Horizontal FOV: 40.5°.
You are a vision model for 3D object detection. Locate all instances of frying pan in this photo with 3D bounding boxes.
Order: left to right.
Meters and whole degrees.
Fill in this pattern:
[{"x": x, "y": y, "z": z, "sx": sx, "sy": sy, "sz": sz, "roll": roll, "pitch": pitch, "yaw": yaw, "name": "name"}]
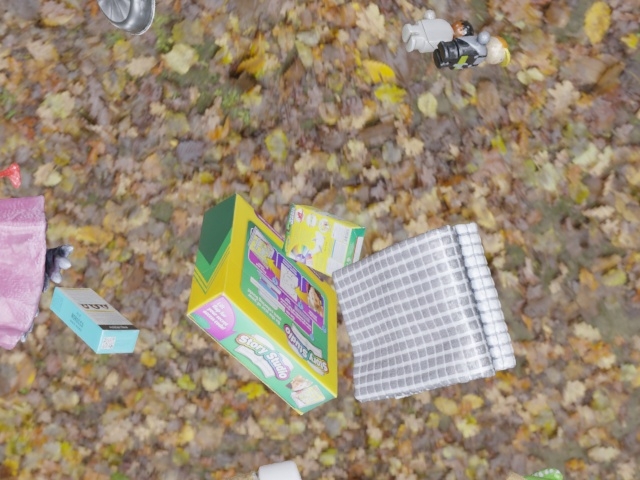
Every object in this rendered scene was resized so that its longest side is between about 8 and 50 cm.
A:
[{"x": -0.370, "y": -0.526, "z": 1.734, "sx": 0.326, "sy": 0.053, "sz": 0.197, "roll": -11, "pitch": 104, "yaw": 51, "name": "frying pan"}]

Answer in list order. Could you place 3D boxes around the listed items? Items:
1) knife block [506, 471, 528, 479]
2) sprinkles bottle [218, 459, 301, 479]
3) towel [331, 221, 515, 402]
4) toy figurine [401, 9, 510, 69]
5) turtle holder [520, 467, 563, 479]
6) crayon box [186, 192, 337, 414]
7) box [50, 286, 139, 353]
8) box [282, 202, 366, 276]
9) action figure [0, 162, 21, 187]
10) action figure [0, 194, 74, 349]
[{"x": 0.343, "y": 0.380, "z": 0.952, "sx": 0.242, "sy": 0.275, "sz": 0.088, "roll": -7, "pitch": 131, "yaw": -3, "name": "knife block"}, {"x": -0.190, "y": 0.372, "z": 1.084, "sx": 0.355, "sy": 0.121, "sz": 0.121, "roll": -11, "pitch": 113, "yaw": -5, "name": "sprinkles bottle"}, {"x": 0.142, "y": 0.120, "z": 1.338, "sx": 0.284, "sy": 0.121, "sz": 0.235, "roll": -26, "pitch": 78, "yaw": 48, "name": "towel"}, {"x": 0.244, "y": -0.408, "z": 1.508, "sx": 0.148, "sy": 0.213, "sz": 0.209, "roll": -10, "pitch": 115, "yaw": -18, "name": "toy figurine"}, {"x": 0.285, "y": 0.462, "z": 1.291, "sx": 0.227, "sy": 0.320, "sz": 0.243, "roll": -8, "pitch": 137, "yaw": -38, "name": "turtle holder"}, {"x": -0.108, "y": 0.131, "z": 1.802, "sx": 0.106, "sy": 0.313, "sz": 0.363, "roll": -29, "pitch": 124, "yaw": 23, "name": "crayon box"}, {"x": -0.538, "y": 0.187, "z": 2.060, "sx": 0.100, "sy": 0.244, "sz": 0.060, "roll": 6, "pitch": 108, "yaw": -45, "name": "box"}, {"x": 0.000, "y": 0.000, "z": 1.615, "sx": 0.043, "sy": 0.179, "sz": 0.105, "roll": 0, "pitch": 107, "yaw": -45, "name": "box"}, {"x": -0.618, "y": -0.031, "z": 1.411, "sx": 0.091, "sy": 0.280, "sz": 0.139, "roll": 27, "pitch": 126, "yaw": 17, "name": "action figure"}, {"x": -0.448, "y": -0.019, "z": 0.868, "sx": 0.370, "sy": 0.276, "sz": 0.248, "roll": 16, "pitch": 108, "yaw": -25, "name": "action figure"}]
